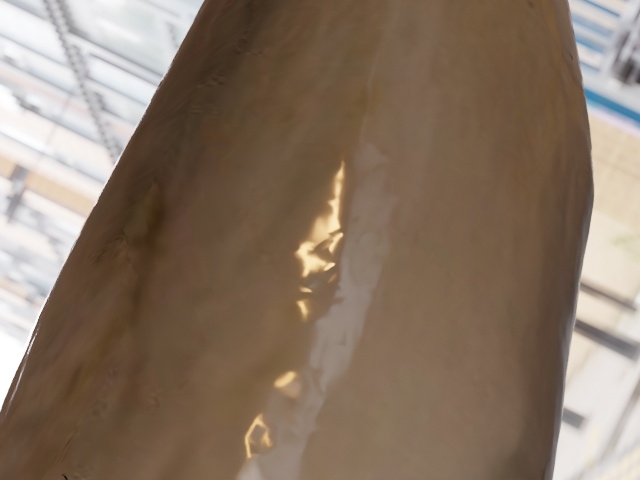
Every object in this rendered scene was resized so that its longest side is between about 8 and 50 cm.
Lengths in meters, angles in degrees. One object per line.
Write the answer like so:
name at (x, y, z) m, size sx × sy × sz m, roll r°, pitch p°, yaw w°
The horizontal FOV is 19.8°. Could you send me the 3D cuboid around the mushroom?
mushroom at (0.005, 0.000, 0.535) m, size 0.154 × 0.137 × 0.407 m, roll -20°, pitch 41°, yaw 47°
